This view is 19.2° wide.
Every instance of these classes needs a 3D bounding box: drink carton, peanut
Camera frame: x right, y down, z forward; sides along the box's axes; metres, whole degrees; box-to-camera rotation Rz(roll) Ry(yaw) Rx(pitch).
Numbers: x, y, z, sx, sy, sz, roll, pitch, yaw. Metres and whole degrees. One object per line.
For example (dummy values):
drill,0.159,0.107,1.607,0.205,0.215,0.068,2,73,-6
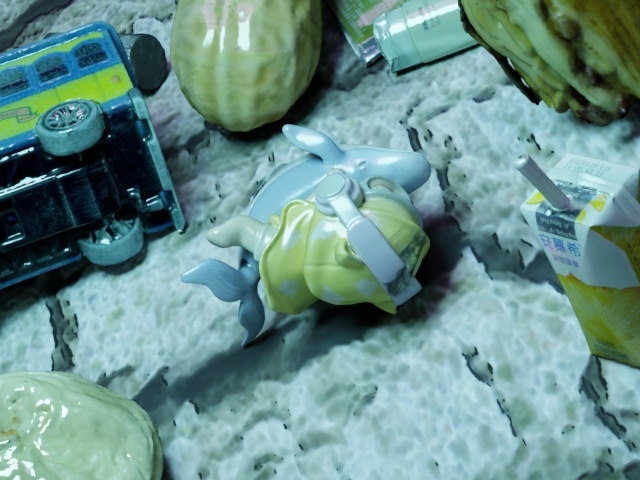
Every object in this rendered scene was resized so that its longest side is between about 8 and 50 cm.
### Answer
drink carton,0.187,-0.003,1.278,0.074,0.200,0.084,-45,38,-21
peanut,-0.062,-0.245,1.769,0.140,0.153,0.325,-7,53,15

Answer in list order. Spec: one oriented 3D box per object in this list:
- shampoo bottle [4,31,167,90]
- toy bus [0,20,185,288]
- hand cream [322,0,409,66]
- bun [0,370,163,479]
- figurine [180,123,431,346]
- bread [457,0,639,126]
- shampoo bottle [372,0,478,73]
shampoo bottle,-0.247,-0.178,1.923,0.207,0.057,0.063,4,56,41
toy bus,-0.295,-0.054,1.683,0.312,0.152,0.190,-21,36,-6
hand cream,0.029,-0.246,1.819,0.086,0.055,0.235,-36,44,-1
bun,-0.227,0.181,1.414,0.220,0.134,0.220,-17,37,13
figurine,0.000,0.000,1.482,0.208,0.128,0.184,-40,38,2
bread,0.232,-0.269,1.541,0.324,0.277,0.167,-47,15,-21
shampoo bottle,0.149,-0.214,1.682,0.212,0.049,0.072,-23,61,13
